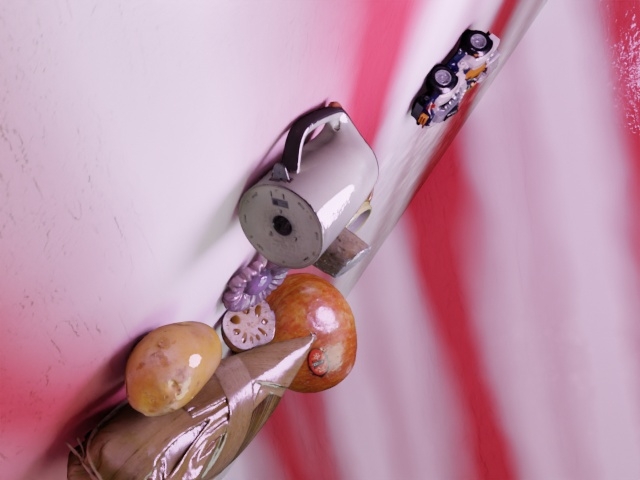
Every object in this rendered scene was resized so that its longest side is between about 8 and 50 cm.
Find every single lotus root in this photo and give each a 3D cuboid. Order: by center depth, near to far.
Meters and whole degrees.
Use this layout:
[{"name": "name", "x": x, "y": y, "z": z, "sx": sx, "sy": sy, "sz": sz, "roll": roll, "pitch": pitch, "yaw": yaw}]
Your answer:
[{"name": "lotus root", "x": -0.165, "y": 0.191, "z": 1.950, "sx": 0.122, "sy": 0.112, "sz": 0.081, "roll": -17, "pitch": 170, "yaw": -16}]

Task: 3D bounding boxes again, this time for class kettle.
[{"name": "kettle", "x": -0.009, "y": -0.107, "z": 1.508, "sx": 0.255, "sy": 0.165, "sz": 0.240, "roll": -45, "pitch": 140, "yaw": -45}]

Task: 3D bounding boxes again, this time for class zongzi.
[{"name": "zongzi", "x": -0.220, "y": 0.302, "z": 1.564, "sx": 0.467, "sy": 0.218, "sz": 0.500, "roll": -44, "pitch": 172, "yaw": -1}]

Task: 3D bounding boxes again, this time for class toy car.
[{"name": "toy car", "x": 0.353, "y": -0.415, "z": 2.291, "sx": 0.301, "sy": 0.118, "sz": 0.193, "roll": -49, "pitch": 173, "yaw": -20}]

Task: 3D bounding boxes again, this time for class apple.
[{"name": "apple", "x": -0.055, "y": 0.238, "z": 2.156, "sx": 0.250, "sy": 0.309, "sz": 0.277, "roll": -21, "pitch": -169, "yaw": -36}]

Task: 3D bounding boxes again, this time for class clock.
[{"name": "clock", "x": 0.066, "y": -0.060, "z": 2.236, "sx": 0.232, "sy": 0.069, "sz": 0.170, "roll": -48, "pitch": 166, "yaw": 5}]

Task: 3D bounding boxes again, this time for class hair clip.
[{"name": "hair clip", "x": -0.101, "y": 0.058, "z": 1.889, "sx": 0.300, "sy": 0.069, "sz": 0.173, "roll": -43, "pitch": 166, "yaw": -49}]

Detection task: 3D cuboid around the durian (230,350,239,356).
[{"name": "durian", "x": -0.170, "y": 0.307, "z": 2.323, "sx": 0.168, "sy": 0.137, "sz": 0.158, "roll": -43, "pitch": 158, "yaw": 31}]

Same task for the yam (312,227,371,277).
[{"name": "yam", "x": 0.000, "y": 0.000, "z": 1.794, "sx": 0.107, "sy": 0.194, "sz": 0.107, "roll": -54, "pitch": 170, "yaw": -14}]

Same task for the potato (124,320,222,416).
[{"name": "potato", "x": -0.250, "y": 0.210, "z": 1.488, "sx": 0.234, "sy": 0.150, "sz": 0.146, "roll": -59, "pitch": 146, "yaw": -73}]
